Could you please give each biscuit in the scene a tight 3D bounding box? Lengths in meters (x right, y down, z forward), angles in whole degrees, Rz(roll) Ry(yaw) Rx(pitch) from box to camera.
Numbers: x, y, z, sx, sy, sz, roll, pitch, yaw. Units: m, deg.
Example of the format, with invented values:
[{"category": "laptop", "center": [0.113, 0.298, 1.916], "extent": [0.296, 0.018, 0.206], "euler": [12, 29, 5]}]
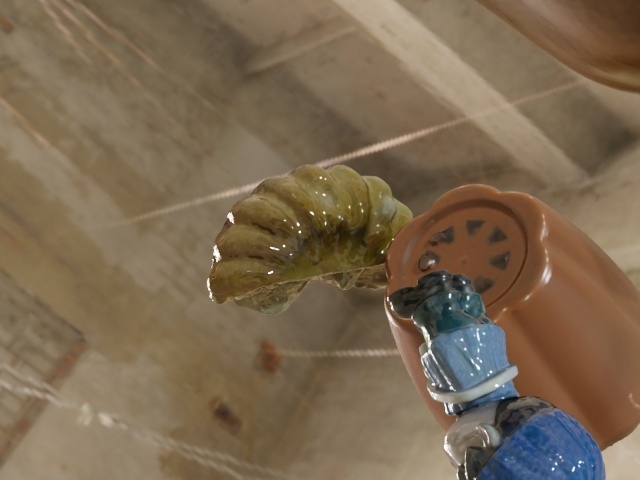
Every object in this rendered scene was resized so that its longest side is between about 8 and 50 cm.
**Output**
[{"category": "biscuit", "center": [0.000, 0.000, 0.894], "extent": [0.061, 0.183, 0.118], "euler": [-148, -127, -66]}]

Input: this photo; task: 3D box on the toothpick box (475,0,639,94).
[{"category": "toothpick box", "center": [0.036, -0.174, 0.420], "extent": [0.294, 0.192, 0.192], "euler": [25, -27, 12]}]

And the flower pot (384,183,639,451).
[{"category": "flower pot", "center": [0.139, 0.056, 0.837], "extent": [0.190, 0.190, 0.173], "euler": [12, -25, 37]}]

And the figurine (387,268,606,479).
[{"category": "figurine", "center": [0.086, 0.077, 0.538], "extent": [0.079, 0.136, 0.077], "euler": [-22, -20, 27]}]
